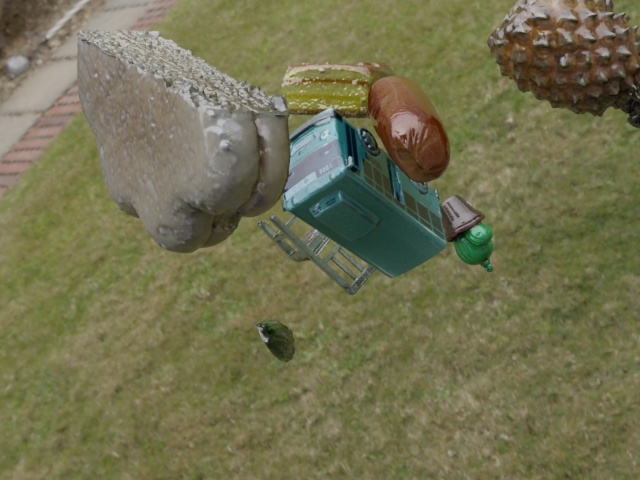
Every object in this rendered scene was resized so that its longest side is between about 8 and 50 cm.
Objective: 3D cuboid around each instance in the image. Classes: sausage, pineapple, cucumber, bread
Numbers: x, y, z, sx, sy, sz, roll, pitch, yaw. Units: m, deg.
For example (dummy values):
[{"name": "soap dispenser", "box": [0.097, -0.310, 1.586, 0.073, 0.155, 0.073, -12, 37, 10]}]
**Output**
[{"name": "sausage", "box": [0.112, -0.156, 1.031, 0.084, 0.089, 0.300, -28, 22, 8]}, {"name": "pineapple", "box": [0.412, -0.220, 1.107, 0.175, 0.361, 0.175, -53, 6, 8]}, {"name": "cucumber", "box": [-0.064, 0.144, 1.184, 0.035, 0.107, 0.067, -28, 74, 3]}, {"name": "bread", "box": [-0.146, -0.094, 0.780, 0.102, 0.183, 0.337, -13, 33, -33]}, {"name": "bread", "box": [0.045, -0.294, 1.541, 0.184, 0.110, 0.234, 6, 11, 16]}]

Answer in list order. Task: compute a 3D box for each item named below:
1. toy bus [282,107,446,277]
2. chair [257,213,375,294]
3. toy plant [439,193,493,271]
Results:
[{"name": "toy bus", "box": [0.061, -0.061, 1.152, 0.128, 0.256, 0.147, -32, 44, 29]}, {"name": "chair", "box": [0.000, 0.000, 1.900, 0.136, 0.270, 0.147, -49, 9, -16]}, {"name": "toy plant", "box": [0.358, -0.015, 1.881, 0.105, 0.200, 0.143, -34, -9, -19]}]
